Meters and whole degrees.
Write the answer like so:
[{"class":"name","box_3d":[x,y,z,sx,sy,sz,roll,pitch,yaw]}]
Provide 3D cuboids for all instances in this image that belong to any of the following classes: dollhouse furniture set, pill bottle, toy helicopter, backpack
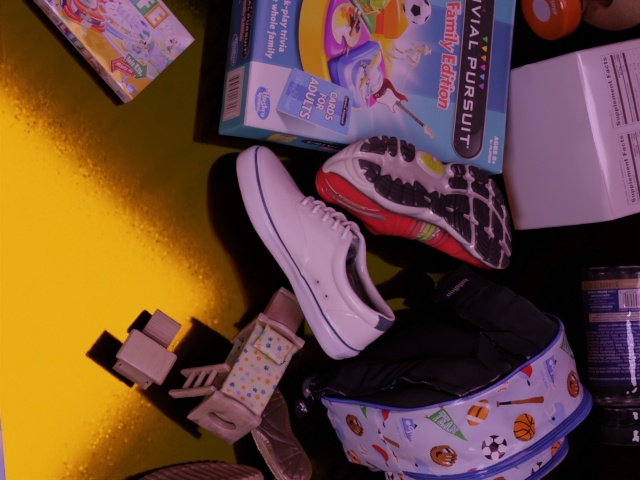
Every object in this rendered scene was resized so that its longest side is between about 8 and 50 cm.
[{"class":"dollhouse furniture set","box_3d":[-0.105,0.091,1.580,0.161,0.101,0.182,34,60,-8]},{"class":"pill bottle","box_3d":[0.388,0.138,1.823,0.122,0.123,0.219,-1,88,-27]},{"class":"toy helicopter","box_3d":[0.319,-0.424,1.764,0.140,0.235,0.355,-25,97,-26]},{"class":"backpack","box_3d":[0.158,0.176,1.626,0.276,0.263,0.213,-36,103,-25]}]

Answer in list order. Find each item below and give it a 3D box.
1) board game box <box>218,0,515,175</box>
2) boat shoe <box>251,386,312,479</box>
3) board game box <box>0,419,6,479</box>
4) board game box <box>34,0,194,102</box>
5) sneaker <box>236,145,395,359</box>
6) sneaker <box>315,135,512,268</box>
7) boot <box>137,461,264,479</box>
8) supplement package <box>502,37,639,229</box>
[{"class":"board game box","box_3d":[0.062,-0.223,1.708,0.336,0.079,0.254,8,83,-26]},{"class":"boat shoe","box_3d":[-0.055,0.213,1.636,0.050,0.045,0.135,-16,74,-24]},{"class":"board game box","box_3d":[-0.391,0.272,1.467,0.160,0.039,0.212,-5,88,-27]},{"class":"board game box","box_3d":[-0.223,-0.240,1.593,0.154,0.026,0.103,49,67,-16]},{"class":"sneaker","box_3d":[0.000,0.000,1.625,0.258,0.091,0.094,61,23,4]},{"class":"sneaker","box_3d":[0.110,-0.041,1.703,0.279,0.118,0.107,28,59,-35]},{"class":"boot","box_3d":[-0.164,0.357,1.568,0.248,0.090,0.207,-13,105,-28]},{"class":"supplement package","box_3d":[0.373,-0.140,1.791,0.262,0.199,0.198,-14,94,-27]}]
